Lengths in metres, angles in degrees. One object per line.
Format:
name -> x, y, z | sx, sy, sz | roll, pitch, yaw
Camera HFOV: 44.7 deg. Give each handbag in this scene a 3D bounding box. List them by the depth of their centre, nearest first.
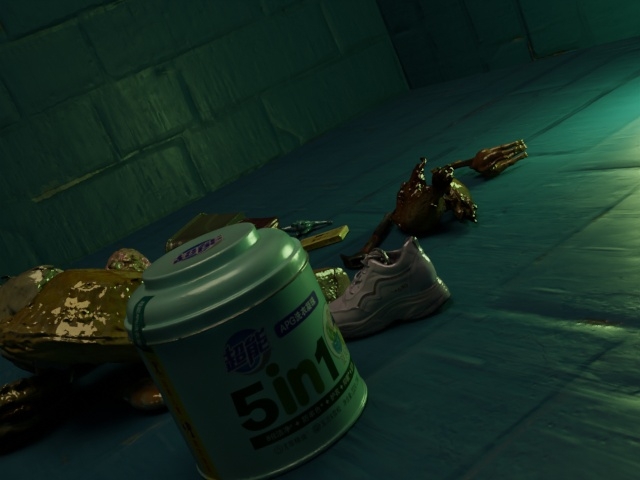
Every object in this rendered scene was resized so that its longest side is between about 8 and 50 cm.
handbag -> -0.177, 0.015, 2.088 | 0.146, 0.135, 0.225 | -35, 19, -24

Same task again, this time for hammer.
hammer -> 0.132, -0.005, 1.864 | 0.111, 0.033, 0.288 | -15, 16, 28

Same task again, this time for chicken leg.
chicken leg -> 0.238, -0.102, 1.813 | 0.082, 0.178, 0.322 | 10, 9, -9

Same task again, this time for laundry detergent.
laundry detergent -> -0.117, 0.148, 1.149 | 0.287, 0.305, 0.287 | -22, 15, 6

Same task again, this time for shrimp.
shrimp -> -0.329, 0.275, 1.536 | 0.145, 0.059, 0.254 | -30, 15, -32
shrimp -> 0.301, -0.095, 1.793 | 0.066, 0.117, 0.262 | -58, 8, 18

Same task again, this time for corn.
corn -> -0.482, 0.082, 1.938 | 0.126, 0.127, 0.335 | -27, 11, -14

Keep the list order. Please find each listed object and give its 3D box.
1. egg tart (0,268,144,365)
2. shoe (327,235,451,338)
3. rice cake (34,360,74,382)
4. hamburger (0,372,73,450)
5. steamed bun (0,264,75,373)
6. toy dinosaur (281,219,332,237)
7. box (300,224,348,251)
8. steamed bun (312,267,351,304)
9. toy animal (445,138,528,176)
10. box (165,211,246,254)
egg tart -> -0.441, 0.151, 1.614 | 0.442, 0.178, 0.443 | 2, 0, 0
shoe -> 0.096, 0.084, 1.383 | 0.245, 0.138, 0.095 | -19, 11, 20
rice cake -> -0.596, 0.287, 1.739 | 0.085, 0.040, 0.226 | 8, -22, -15
hamburger -> -0.629, 0.359, 1.634 | 0.183, 0.130, 0.206 | -19, -4, 10
steamed bun -> -0.675, 0.222, 1.935 | 0.346, 0.238, 0.394 | -2, -19, -7
toy dinosaur -> -0.058, -0.037, 2.271 | 0.197, 0.045, 0.080 | -9, 6, 26
box -> 0.000, 0.000, 2.086 | 0.149, 0.020, 0.073 | -17, 16, 25
steamed bun -> -0.031, 0.117, 1.551 | 0.175, 0.106, 0.144 | -18, 1, -44
toy animal -> 0.435, -0.214, 2.073 | 0.229, 0.066, 0.224 | -24, 13, 22
box -> -0.337, 0.004, 2.418 | 0.178, 0.138, 0.274 | -11, 21, 25
